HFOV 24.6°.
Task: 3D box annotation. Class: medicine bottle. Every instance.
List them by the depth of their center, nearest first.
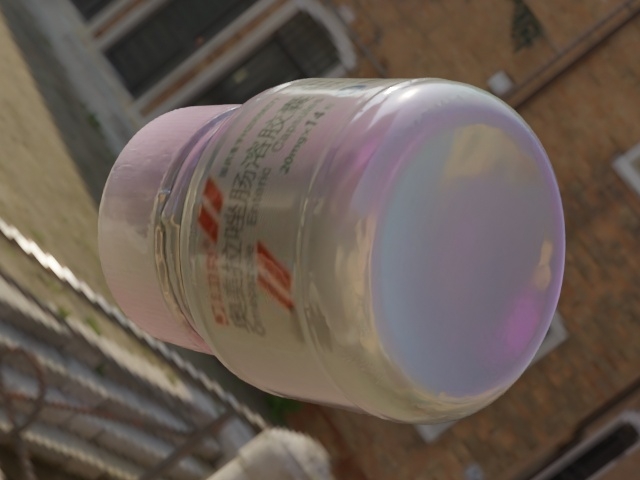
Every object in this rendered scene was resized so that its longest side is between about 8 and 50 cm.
[{"bbox_3d":[0.000,0.000,1.092,0.302,0.241,0.241,6,-32,46],"label":"medicine bottle"}]
